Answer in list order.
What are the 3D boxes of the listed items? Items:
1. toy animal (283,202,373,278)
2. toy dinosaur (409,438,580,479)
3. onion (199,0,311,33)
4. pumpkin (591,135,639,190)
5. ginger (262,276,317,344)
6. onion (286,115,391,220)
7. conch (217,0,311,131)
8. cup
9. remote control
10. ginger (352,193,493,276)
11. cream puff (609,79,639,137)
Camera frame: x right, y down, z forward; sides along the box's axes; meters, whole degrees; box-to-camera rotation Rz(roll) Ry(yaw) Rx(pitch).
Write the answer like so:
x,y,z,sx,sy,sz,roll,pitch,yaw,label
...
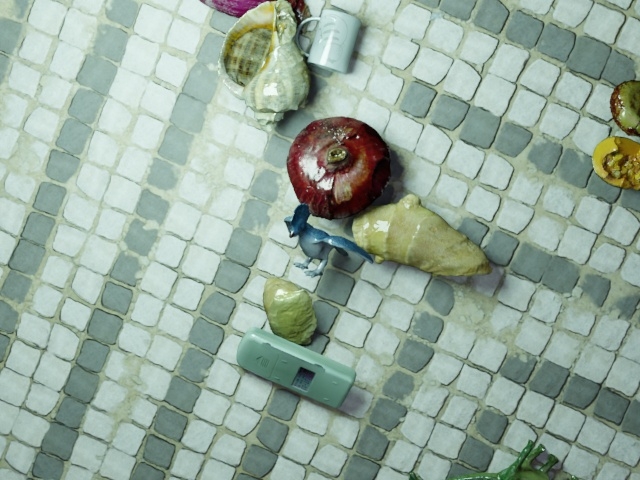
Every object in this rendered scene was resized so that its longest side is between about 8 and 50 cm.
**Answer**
x,y,z,sx,sy,sz,roll,pitch,yaw,label
0.000,0.000,1.865,0.239,0.255,0.176,27,108,30,toy animal
0.476,0.643,1.990,0.447,0.087,0.301,41,96,5,toy dinosaur
-0.156,-0.625,1.842,0.348,0.159,0.267,38,100,-1,onion
0.734,-0.176,1.868,0.183,0.107,0.119,13,88,23,pumpkin
-0.083,0.175,1.975,0.115,0.123,0.193,-19,130,-13,ginger
0.039,-0.170,1.854,0.252,0.219,0.252,0,88,1,onion
-0.114,-0.402,1.870,0.210,0.159,0.291,13,90,29,conch
0.016,-0.470,1.873,0.136,0.099,0.133,15,98,-18,cup
-0.065,0.315,1.976,0.296,0.056,0.140,23,130,1,remote control
0.247,0.006,1.910,0.353,0.126,0.190,25,101,-3,ginger
0.735,-0.299,1.854,0.149,0.084,0.149,4,69,-12,cream puff
